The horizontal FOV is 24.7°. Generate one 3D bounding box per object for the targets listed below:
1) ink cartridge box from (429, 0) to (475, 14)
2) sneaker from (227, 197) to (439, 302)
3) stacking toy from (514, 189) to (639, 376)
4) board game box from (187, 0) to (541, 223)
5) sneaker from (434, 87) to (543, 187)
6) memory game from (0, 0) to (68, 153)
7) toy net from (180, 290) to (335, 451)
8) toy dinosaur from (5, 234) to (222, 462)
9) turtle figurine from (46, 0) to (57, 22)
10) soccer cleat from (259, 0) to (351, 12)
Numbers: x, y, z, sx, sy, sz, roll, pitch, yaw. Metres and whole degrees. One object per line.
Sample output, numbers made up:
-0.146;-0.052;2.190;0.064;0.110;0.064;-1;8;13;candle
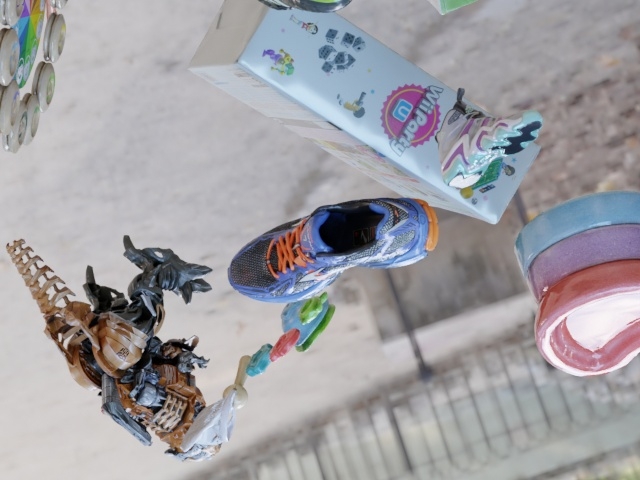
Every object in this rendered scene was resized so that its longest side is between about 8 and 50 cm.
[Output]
0.123;-0.385;1.833;0.062;0.209;0.109;-25;134;-9;ink cartridge box
0.000;0.000;1.413;0.221;0.083;0.087;-21;159;24;sneaker
0.328;0.003;1.197;0.309;0.130;0.279;-25;146;26;stacking toy
0.037;-0.137;1.471;0.303;0.097;0.224;31;177;-18;board game box
0.123;-0.092;1.123;0.038;0.069;0.098;13;143;-45;sneaker
-0.190;-0.149;0.979;0.012;0.186;0.186;10;162;0;memory game
-0.064;0.153;1.614;0.232;0.045;0.122;-52;-166;-6;toy net
-0.221;0.112;1.677;0.164;0.218;0.322;-13;122;19;toy dinosaur
-0.370;-0.215;1.389;0.087;0.217;0.269;-16;148;-49;turtle figurine
-0.024;-0.209;1.153;0.060;0.179;0.072;-47;134;-11;soccer cleat
